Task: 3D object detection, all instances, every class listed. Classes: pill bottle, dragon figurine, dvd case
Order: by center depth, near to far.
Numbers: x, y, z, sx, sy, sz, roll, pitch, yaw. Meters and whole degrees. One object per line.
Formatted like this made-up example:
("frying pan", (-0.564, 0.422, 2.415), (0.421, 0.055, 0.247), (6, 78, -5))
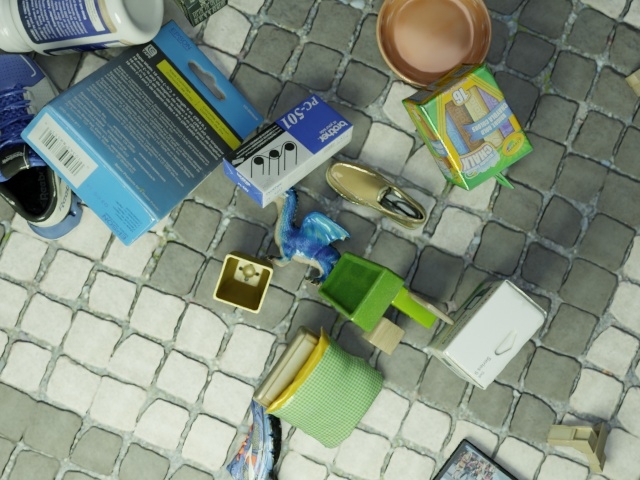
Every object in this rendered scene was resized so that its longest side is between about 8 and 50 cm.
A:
("pill bottle", (-0.401, -0.379, 1.550), (0.265, 0.153, 0.153), (-3, 87, 22))
("dragon figurine", (0.000, 0.000, 1.614), (0.289, 0.085, 0.144), (29, 87, 1))
("dvd case", (0.240, 0.490, 1.633), (0.180, 0.022, 0.253), (38, 87, 1))

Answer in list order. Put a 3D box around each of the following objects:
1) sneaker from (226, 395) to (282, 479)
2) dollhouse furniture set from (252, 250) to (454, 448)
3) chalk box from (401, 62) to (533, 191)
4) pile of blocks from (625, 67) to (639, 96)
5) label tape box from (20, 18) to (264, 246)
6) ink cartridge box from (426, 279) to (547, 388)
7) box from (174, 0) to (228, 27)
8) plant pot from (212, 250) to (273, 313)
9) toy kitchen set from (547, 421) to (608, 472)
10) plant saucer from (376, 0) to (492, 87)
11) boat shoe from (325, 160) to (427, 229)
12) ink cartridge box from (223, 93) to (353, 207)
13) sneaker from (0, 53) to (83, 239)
("sneaker", (-0.114, 0.365, 1.600), (0.087, 0.083, 0.221), (2, 84, 6))
("dollhouse furniture set", (0.058, 0.199, 1.540), (0.198, 0.151, 0.301), (36, 87, -26))
("chalk box", (0.252, -0.171, 1.596), (0.132, 0.132, 0.213), (-32, 104, -3))
("pile of blocks", (0.714, -0.247, 1.638), (0.362, 0.112, 0.148), (6, 87, -1))
("label tape box", (-0.277, -0.181, 1.561), (0.240, 0.106, 0.333), (48, 43, -8))
("ink cartridge box", (0.264, 0.148, 1.553), (0.093, 0.212, 0.154), (41, 87, 0))
("box", (-0.228, -0.451, 1.579), (0.078, 0.180, 0.147), (-36, 89, -3))
("plant pot", (-0.124, 0.062, 1.605), (0.081, 0.083, 0.081), (19, 103, -1))
("toy kitchen set", (0.445, 0.343, 1.647), (0.083, 0.075, 0.068), (59, 44, -30))
("plant saucer", (0.194, -0.359, 1.662), (0.200, 0.037, 0.199), (0, 87, -2))
("boat shoe", (0.098, -0.083, 1.628), (0.190, 0.072, 0.068), (25, 87, 0))
("ink cartridge box", (-0.052, -0.152, 1.592), (0.097, 0.046, 0.207), (41, 64, 20))
("sneaker", (-0.475, -0.160, 1.557), (0.128, 0.182, 0.315), (-17, 88, -4))
